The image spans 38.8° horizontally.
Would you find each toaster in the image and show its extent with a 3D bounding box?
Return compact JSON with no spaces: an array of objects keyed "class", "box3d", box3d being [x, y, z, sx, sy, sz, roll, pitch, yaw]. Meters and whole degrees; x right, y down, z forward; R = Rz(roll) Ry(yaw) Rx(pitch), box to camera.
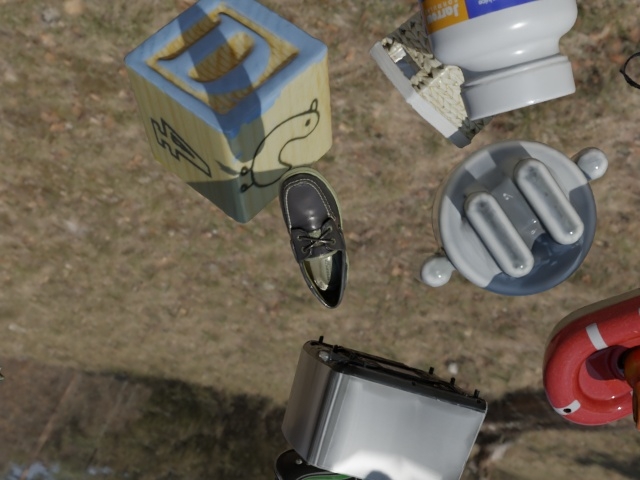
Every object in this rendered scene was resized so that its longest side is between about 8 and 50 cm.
[{"class":"toaster","box3d":[0.052,0.172,0.923,0.185,0.110,0.168,17,177,-14]}]

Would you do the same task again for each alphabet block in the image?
[{"class":"alphabet block","box3d":[-0.114,-0.179,1.199,0.193,0.192,0.197,38,157,24]}]

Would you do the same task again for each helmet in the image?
[{"class":"helmet","box3d":[0.007,0.354,1.224,0.161,0.170,0.169,-4,-177,-29]}]

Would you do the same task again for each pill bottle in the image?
[{"class":"pill bottle","box3d":[0.170,-0.266,0.916,0.152,0.272,0.152,-14,-175,1]}]

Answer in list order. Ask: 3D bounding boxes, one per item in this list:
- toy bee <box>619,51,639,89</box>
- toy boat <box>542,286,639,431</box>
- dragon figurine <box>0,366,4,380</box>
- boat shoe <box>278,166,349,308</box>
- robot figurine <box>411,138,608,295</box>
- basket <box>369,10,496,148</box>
[{"class":"toy bee","box3d":[0.495,-0.130,1.177,0.298,0.195,0.162,42,175,12]},{"class":"toy boat","box3d":[0.358,0.148,1.000,0.231,0.151,0.151,-26,119,30]},{"class":"dragon figurine","box3d":[-0.453,0.143,1.053,0.085,0.144,0.289,43,137,34]},{"class":"boat shoe","box3d":[0.000,0.000,0.848,0.049,0.056,0.152,-102,-8,-50]},{"class":"robot figurine","box3d":[0.254,-0.031,1.240,0.200,0.299,0.353,60,-175,1]},{"class":"basket","box3d":[0.161,-0.213,1.181,0.167,0.103,0.113,29,-156,-54]}]
